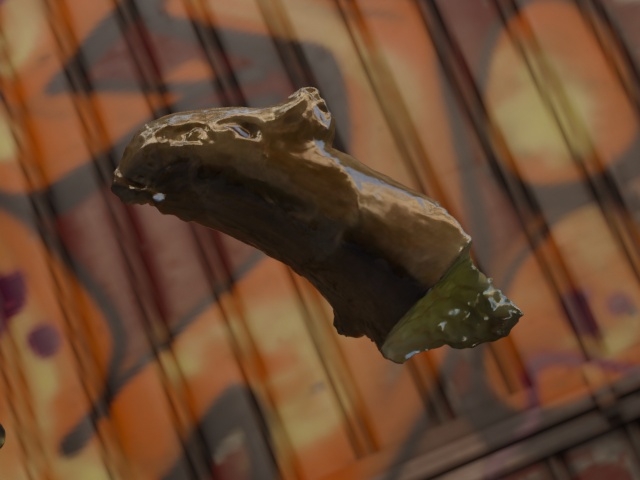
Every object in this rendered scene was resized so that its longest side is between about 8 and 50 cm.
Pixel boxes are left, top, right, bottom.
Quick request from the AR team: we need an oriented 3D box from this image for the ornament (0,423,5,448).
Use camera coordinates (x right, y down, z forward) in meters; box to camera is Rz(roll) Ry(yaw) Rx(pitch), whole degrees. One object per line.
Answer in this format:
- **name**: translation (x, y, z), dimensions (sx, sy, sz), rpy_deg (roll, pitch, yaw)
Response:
- **ornament**: translation (-0.192, 0.192, 0.634), dimensions (0.080, 0.202, 0.236), rpy_deg (-34, -111, 56)

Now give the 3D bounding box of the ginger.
- **ginger**: translation (0.003, -0.005, 0.533), dimensions (0.137, 0.057, 0.044), rpy_deg (32, 31, 1)
